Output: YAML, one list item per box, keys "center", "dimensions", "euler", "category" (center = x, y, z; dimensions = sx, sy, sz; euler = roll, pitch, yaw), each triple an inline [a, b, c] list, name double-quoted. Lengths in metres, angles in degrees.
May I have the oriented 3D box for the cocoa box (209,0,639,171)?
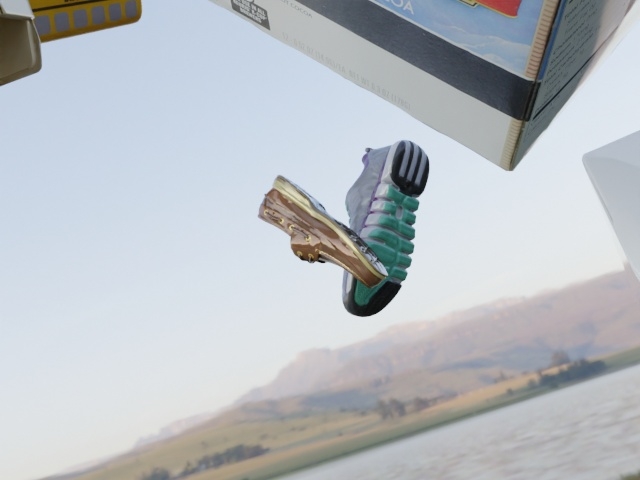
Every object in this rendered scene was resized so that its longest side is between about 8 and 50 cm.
- center: [0.058, -0.261, 0.566]
  dimensions: [0.231, 0.347, 0.228]
  euler: [-48, -20, -22]
  category: "cocoa box"

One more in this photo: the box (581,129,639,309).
- center: [0.402, 0.051, 0.836]
  dimensions: [0.168, 0.215, 0.345]
  euler: [-25, -37, 15]
  category: "box"

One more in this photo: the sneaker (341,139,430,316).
- center: [0.063, -0.014, 1.066]
  dimensions: [0.083, 0.224, 0.098]
  euler: [28, -15, -34]
  category: "sneaker"

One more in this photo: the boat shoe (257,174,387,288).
- center: [0.000, 0.000, 0.942]
  dimensions: [0.060, 0.178, 0.064]
  euler: [-52, -29, 6]
  category: "boat shoe"

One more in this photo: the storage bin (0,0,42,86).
- center: [-0.485, -0.210, 0.964]
  dimensions: [0.260, 0.123, 0.262]
  euler: [-17, 7, 12]
  category: "storage bin"

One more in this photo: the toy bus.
- center: [-0.415, -0.351, 1.235]
  dimensions: [0.108, 0.130, 0.332]
  euler: [15, 29, 33]
  category: "toy bus"
